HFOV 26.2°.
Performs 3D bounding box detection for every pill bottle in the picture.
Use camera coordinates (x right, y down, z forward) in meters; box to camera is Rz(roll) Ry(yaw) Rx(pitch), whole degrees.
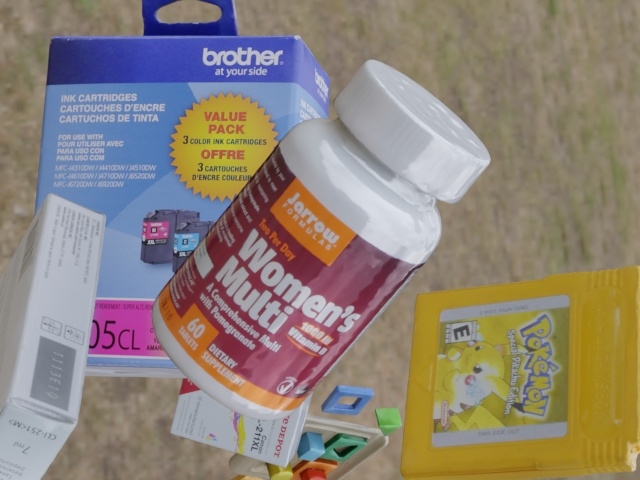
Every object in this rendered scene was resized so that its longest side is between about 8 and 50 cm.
[{"bbox_3d":[0.000,0.000,0.883,0.121,0.221,0.121,35,18,-13],"label":"pill bottle"}]

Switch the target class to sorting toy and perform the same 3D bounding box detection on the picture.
[{"bbox_3d":[-0.017,0.341,2.155,0.196,0.347,0.047,21,42,-36],"label":"sorting toy"}]

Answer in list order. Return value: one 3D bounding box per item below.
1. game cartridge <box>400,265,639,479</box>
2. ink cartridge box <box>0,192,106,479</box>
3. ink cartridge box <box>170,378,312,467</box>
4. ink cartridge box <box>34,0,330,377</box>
[{"bbox_3d":[0.271,0.179,1.828,0.053,0.323,0.285,48,40,-47],"label":"game cartridge"},{"bbox_3d":[-0.265,0.128,1.146,0.060,0.239,0.275,24,31,-19],"label":"ink cartridge box"},{"bbox_3d":[-0.108,0.230,1.942,0.072,0.175,0.127,-40,145,-78],"label":"ink cartridge box"},{"bbox_3d":[-0.139,-0.060,1.395,0.151,0.270,0.395,45,46,-74],"label":"ink cartridge box"}]
